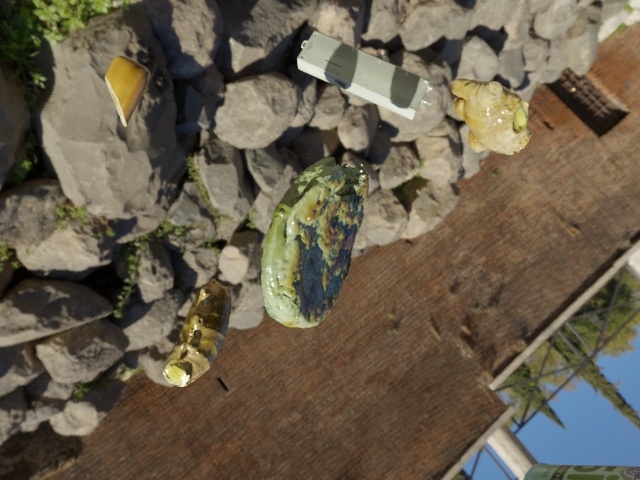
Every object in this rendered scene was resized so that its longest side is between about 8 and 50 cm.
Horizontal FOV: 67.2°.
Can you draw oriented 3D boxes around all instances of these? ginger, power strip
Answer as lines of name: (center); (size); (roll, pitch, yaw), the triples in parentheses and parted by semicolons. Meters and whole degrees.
ginger: (0.359, -0.248, 1.002); (0.157, 0.216, 0.102); (16, -114, 52)
ginger: (-0.198, 0.146, 0.833); (0.115, 0.081, 0.205); (-46, -160, 40)
power strip: (0.115, -0.422, 1.232); (0.106, 0.367, 0.043); (-61, 172, -13)

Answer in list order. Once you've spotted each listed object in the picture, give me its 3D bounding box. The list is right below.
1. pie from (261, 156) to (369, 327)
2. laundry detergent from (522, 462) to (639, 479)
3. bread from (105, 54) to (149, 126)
pie: (-0.002, 0.008, 0.793); (0.302, 0.067, 0.302); (-46, 146, -44)
laundry detergent: (0.508, 0.495, 0.732); (0.305, 0.287, 0.287); (-23, -177, 41)
bread: (-0.322, -0.246, 0.784); (0.062, 0.049, 0.103); (29, 81, -41)
